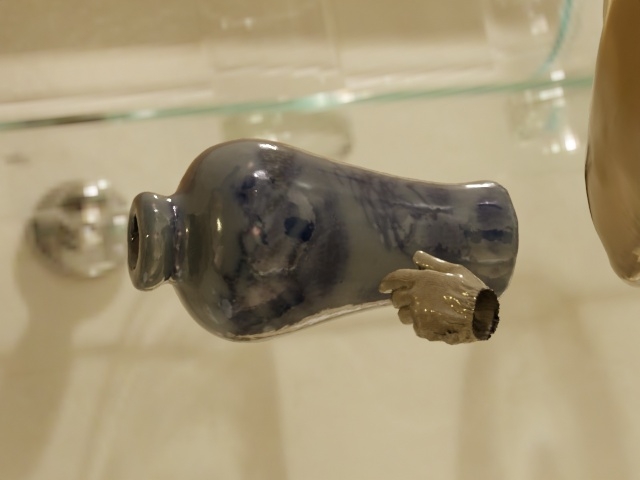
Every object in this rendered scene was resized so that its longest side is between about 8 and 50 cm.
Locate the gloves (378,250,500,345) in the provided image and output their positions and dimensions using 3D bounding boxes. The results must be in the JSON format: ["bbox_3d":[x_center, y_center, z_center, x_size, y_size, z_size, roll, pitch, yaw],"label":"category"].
[{"bbox_3d":[0.059,0.028,0.833,0.037,0.044,0.081,32,-19,-33],"label":"gloves"}]

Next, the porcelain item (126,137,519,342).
[{"bbox_3d":[0.000,0.000,1.181,0.259,0.141,0.141,0,-21,-18],"label":"porcelain item"}]

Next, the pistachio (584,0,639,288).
[{"bbox_3d":[0.178,-0.097,0.379,0.238,0.229,0.321,-28,-32,-54],"label":"pistachio"}]
